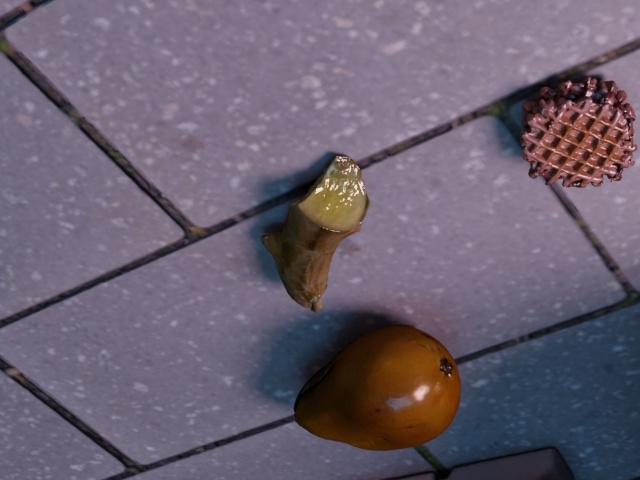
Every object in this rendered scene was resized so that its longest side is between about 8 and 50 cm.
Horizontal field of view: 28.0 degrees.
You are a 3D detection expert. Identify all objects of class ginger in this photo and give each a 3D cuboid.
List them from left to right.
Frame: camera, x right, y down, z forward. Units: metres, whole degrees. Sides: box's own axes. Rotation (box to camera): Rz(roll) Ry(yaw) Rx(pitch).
[{"bbox_3d":[-0.005,-0.003,0.919,0.057,0.044,0.137,1,141,-21],"label":"ginger"}]

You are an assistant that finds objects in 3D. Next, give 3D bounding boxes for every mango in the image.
[{"bbox_3d":[0.048,0.118,1.012,0.105,0.084,0.159,29,154,-21],"label":"mango"}]

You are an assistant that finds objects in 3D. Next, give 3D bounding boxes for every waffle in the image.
[{"bbox_3d":[0.168,-0.070,0.835,0.075,0.029,0.083,-10,131,13],"label":"waffle"}]

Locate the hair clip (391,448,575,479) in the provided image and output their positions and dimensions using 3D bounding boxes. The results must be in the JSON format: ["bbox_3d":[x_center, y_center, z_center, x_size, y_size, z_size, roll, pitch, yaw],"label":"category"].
[{"bbox_3d":[0.068,0.269,1.157,0.331,0.101,0.085,-20,125,23],"label":"hair clip"}]
